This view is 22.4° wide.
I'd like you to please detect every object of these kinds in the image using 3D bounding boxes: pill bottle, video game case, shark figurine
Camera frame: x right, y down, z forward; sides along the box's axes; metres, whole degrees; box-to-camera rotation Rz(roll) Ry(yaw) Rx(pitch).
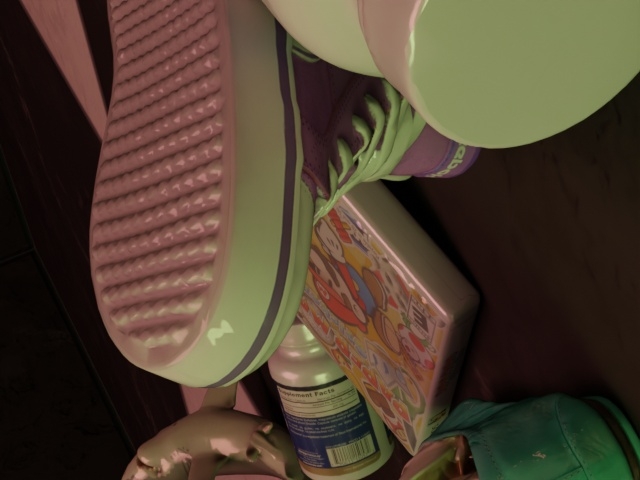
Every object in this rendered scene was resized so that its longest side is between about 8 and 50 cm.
[{"bbox_3d":[0.004,0.094,1.059,0.067,0.067,0.120,43,152,61],"label":"pill bottle"},{"bbox_3d":[0.017,-0.130,0.513,0.221,0.124,0.124,54,162,42],"label":"pill bottle"},{"bbox_3d":[0.000,0.000,0.920,0.227,0.026,0.206,49,161,20],"label":"video game case"},{"bbox_3d":[-0.043,0.212,1.449,0.278,0.166,0.116,22,161,48],"label":"shark figurine"}]

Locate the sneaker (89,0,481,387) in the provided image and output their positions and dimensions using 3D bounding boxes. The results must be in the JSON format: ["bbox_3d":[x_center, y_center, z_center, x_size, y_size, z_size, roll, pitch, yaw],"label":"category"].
[{"bbox_3d":[0.005,-0.044,0.607,0.102,0.161,0.282,-48,29,34],"label":"sneaker"}]

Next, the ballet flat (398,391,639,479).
[{"bbox_3d":[0.075,0.120,0.775,0.083,0.087,0.247,65,167,7],"label":"ballet flat"}]
